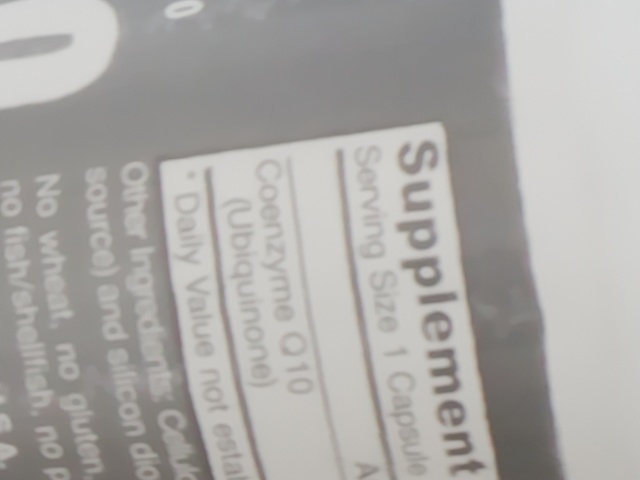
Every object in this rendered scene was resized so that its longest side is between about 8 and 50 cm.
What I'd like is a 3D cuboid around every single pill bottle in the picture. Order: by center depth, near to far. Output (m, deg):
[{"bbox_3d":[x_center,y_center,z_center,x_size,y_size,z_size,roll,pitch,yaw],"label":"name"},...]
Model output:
[{"bbox_3d":[0.000,0.000,0.477,0.361,0.204,0.204,-8,33,11],"label":"pill bottle"}]
